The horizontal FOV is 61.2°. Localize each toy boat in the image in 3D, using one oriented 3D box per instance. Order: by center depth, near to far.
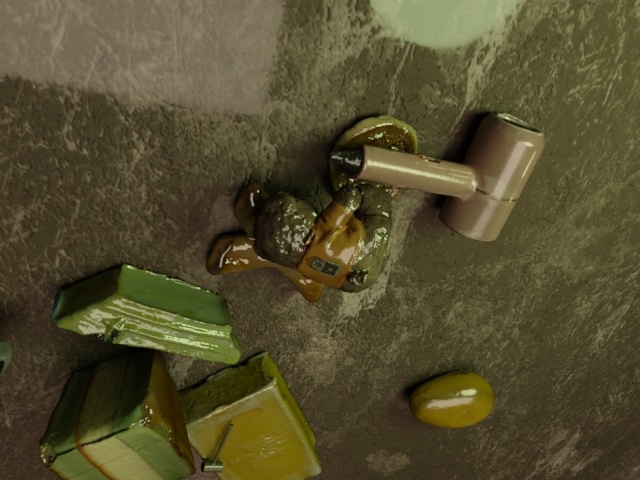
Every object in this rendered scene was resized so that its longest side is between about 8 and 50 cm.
[{"bbox_3d":[-0.237,0.106,0.794,0.276,0.111,0.084,20,108,-27],"label":"toy boat"}]

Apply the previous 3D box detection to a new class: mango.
[{"bbox_3d":[0.281,0.343,1.173,0.195,0.098,0.137,8,122,-18],"label":"mango"}]

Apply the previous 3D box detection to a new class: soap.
[{"bbox_3d":[-0.128,0.370,1.030,0.199,0.091,0.315,-23,127,-5],"label":"soap"}]

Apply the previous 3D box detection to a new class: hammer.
[{"bbox_3d":[-0.174,0.361,0.942,0.035,0.019,0.110,14,111,-29],"label":"hammer"}]

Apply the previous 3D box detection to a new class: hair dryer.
[{"bbox_3d":[0.167,-0.110,0.803,0.344,0.107,0.189,5,120,-29],"label":"hair dryer"}]

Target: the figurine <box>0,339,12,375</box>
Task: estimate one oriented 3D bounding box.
[{"bbox_3d":[-0.578,0.207,0.691,0.342,0.167,0.285,-28,140,-28],"label":"figurine"}]

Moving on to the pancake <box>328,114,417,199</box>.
[{"bbox_3d":[0.083,-0.117,0.826,0.158,0.028,0.158,-12,128,-16],"label":"pancake"}]

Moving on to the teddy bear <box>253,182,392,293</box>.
[{"bbox_3d":[0.000,0.000,0.751,0.190,0.140,0.177,15,134,-7],"label":"teddy bear"}]

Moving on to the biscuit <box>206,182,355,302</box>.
[{"bbox_3d":[-0.056,0.006,0.840,0.207,0.047,0.164,19,115,-31],"label":"biscuit"}]

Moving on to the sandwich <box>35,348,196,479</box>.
[{"bbox_3d":[-0.303,0.251,0.807,0.155,0.198,0.227,-20,141,-10],"label":"sandwich"}]
